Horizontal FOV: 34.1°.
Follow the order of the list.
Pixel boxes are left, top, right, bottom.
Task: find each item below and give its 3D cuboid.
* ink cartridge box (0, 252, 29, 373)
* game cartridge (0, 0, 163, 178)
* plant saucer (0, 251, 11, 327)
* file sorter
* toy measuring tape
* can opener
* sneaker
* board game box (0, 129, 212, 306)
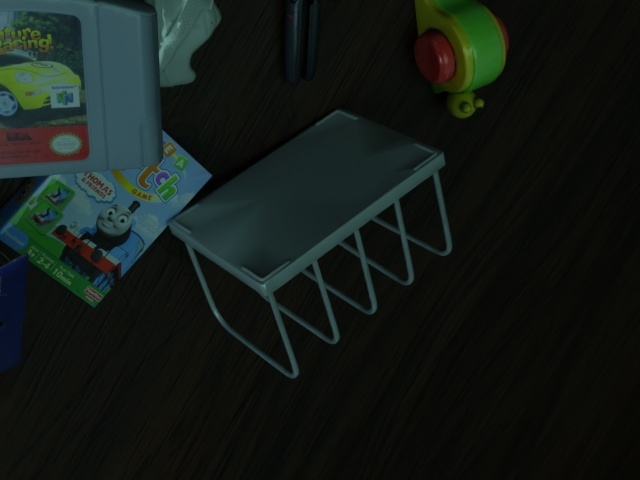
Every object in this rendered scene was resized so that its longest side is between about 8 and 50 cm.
[{"bbox_3d":[-0.423,0.165,1.046,0.307,0.072,0.303,-26,163,-27],"label":"ink cartridge box"},{"bbox_3d":[-0.309,-0.160,1.051,0.294,0.060,0.196,-6,116,-13],"label":"game cartridge"},{"bbox_3d":[-0.416,0.070,1.161,0.168,0.029,0.168,-15,120,-27],"label":"plant saucer"},{"bbox_3d":[0.000,0.000,1.269,0.277,0.193,0.173,-37,132,-23],"label":"file sorter"},{"bbox_3d":[0.172,-0.299,1.299,0.121,0.121,0.330,-24,123,-21],"label":"toy measuring tape"},{"bbox_3d":[-0.018,-0.270,1.230,0.059,0.073,0.186,-12,128,-37],"label":"can opener"},{"bbox_3d":[-0.157,-0.273,1.130,0.115,0.090,0.232,-5,124,-38],"label":"sneaker"},{"bbox_3d":[-0.250,-0.048,1.201,0.211,0.039,0.160,-49,129,-4],"label":"board game box"}]
